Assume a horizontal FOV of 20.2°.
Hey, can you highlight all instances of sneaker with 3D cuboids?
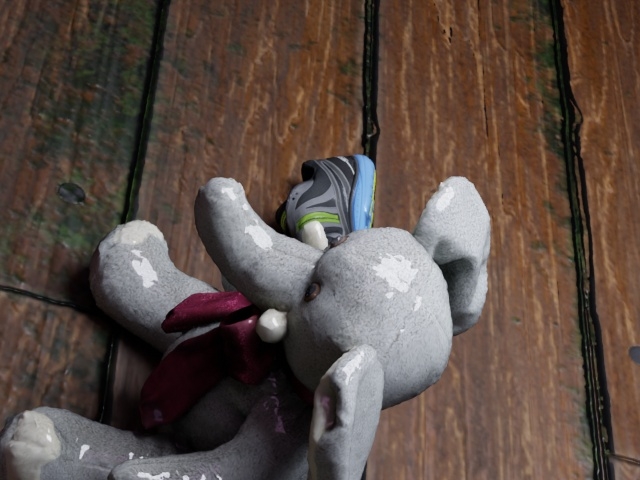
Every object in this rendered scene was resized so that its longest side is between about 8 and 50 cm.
[{"bbox_3d":[0.000,0.000,1.451,0.078,0.067,0.188,3,42,6],"label":"sneaker"}]

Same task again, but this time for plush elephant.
[{"bbox_3d":[-0.022,0.071,1.198,0.330,0.255,0.272,28,39,3],"label":"plush elephant"}]
